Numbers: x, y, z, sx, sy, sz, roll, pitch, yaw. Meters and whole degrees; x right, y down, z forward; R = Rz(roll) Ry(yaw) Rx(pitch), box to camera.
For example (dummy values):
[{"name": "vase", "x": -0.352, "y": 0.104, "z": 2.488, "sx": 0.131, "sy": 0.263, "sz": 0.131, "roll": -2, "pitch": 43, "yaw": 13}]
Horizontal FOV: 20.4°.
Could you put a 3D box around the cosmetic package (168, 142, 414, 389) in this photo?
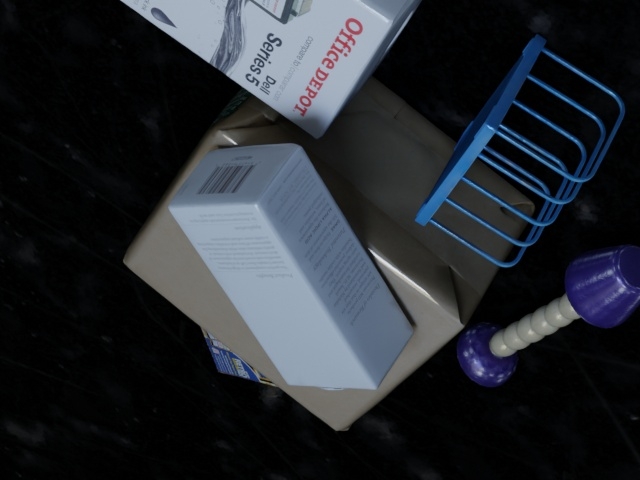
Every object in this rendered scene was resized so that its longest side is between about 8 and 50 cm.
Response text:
[{"name": "cosmetic package", "x": -0.024, "y": 0.027, "z": 1.607, "sx": 0.117, "sy": 0.085, "sz": 0.231, "roll": 0, "pitch": 134, "yaw": 42}]

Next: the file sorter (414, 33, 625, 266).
[{"name": "file sorter", "x": 0.179, "y": -0.073, "z": 1.579, "sx": 0.104, "sy": 0.118, "sz": 0.170, "roll": 31, "pitch": 146, "yaw": -1}]

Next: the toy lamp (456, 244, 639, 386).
[{"name": "toy lamp", "x": 0.230, "y": 0.073, "z": 1.745, "sx": 0.080, "sy": 0.080, "sz": 0.274, "roll": 40, "pitch": 145, "yaw": -7}]

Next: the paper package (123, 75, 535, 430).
[{"name": "paper package", "x": 0.000, "y": 0.000, "z": 1.777, "sx": 0.309, "sy": 0.168, "sz": 0.325, "roll": 37, "pitch": 147, "yaw": -3}]

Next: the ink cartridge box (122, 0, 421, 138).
[{"name": "ink cartridge box", "x": -0.053, "y": -0.246, "z": 1.565, "sx": 0.273, "sy": 0.115, "sz": 0.198, "roll": 35, "pitch": 146, "yaw": 0}]

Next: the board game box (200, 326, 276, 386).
[{"name": "board game box", "x": -0.050, "y": 0.111, "z": 2.064, "sx": 0.193, "sy": 0.045, "sz": 0.147, "roll": 13, "pitch": 140, "yaw": 30}]
